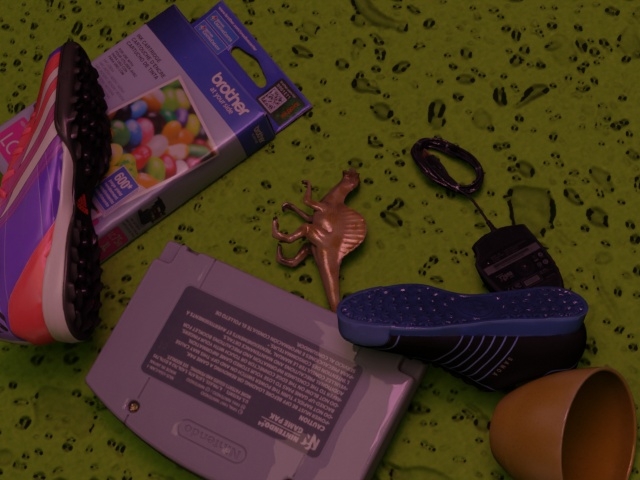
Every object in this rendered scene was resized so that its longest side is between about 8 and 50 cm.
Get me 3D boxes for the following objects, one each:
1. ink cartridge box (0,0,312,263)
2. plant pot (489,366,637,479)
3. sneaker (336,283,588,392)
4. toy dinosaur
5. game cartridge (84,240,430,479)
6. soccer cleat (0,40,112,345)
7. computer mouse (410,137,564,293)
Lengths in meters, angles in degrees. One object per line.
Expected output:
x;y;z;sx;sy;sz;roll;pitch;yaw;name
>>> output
-0.186;-0.123;1.464;0.311;0.065;0.186;-35;66;-8;ink cartridge box
0.209;0.175;1.232;0.095;0.134;0.134;4;65;41;plant pot
0.129;0.096;1.263;0.232;0.090;0.081;1;29;-1;sneaker
0.000;0.000;1.377;0.093;0.053;0.183;2;67;10;toy dinosaur
-0.068;0.140;1.326;0.297;0.062;0.198;24;80;19;game cartridge
-0.278;-0.051;1.364;0.116;0.108;0.318;-5;70;13;soccer cleat
0.162;-0.013;1.366;0.071;0.041;0.242;-25;57;-10;computer mouse
